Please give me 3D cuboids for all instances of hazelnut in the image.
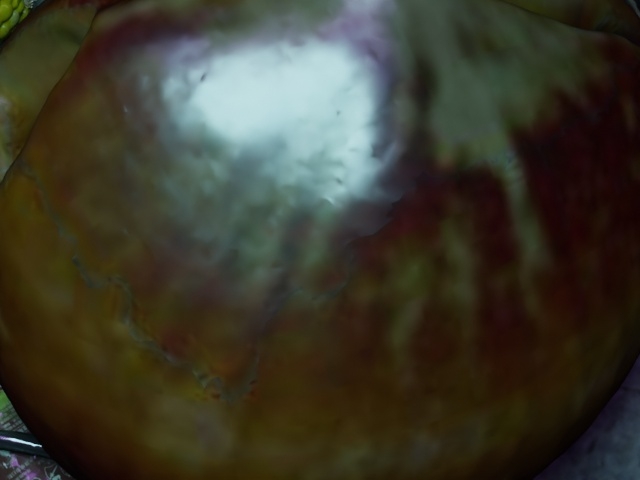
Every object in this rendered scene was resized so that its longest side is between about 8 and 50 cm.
[{"bbox_3d":[0.000,0.000,1.152,0.429,0.402,0.402,4,69,-16],"label":"hazelnut"}]

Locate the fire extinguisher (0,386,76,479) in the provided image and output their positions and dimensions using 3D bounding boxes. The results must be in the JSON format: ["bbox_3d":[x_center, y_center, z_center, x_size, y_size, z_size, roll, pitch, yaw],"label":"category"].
[{"bbox_3d":[-0.182,0.162,1.240,0.141,0.105,0.341,-25,67,-36],"label":"fire extinguisher"}]

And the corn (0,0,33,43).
[{"bbox_3d":[-0.314,-0.146,1.373,0.262,0.097,0.097,-25,71,-5],"label":"corn"}]
